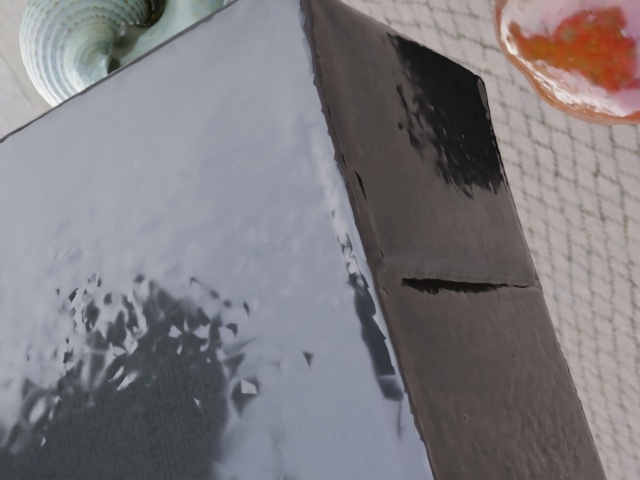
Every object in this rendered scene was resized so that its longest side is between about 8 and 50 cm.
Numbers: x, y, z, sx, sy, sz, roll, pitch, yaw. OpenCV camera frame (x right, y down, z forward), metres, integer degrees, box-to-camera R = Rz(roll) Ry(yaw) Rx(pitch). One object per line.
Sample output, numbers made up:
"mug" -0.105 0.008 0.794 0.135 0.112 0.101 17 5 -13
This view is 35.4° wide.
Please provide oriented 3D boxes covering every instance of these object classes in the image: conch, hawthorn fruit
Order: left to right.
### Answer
"conch" -0.246 -0.257 1.370 0.215 0.303 0.319 62 -176 -59
"hawthorn fruit" 0.223 -0.163 0.730 0.189 0.189 0.189 48 164 19

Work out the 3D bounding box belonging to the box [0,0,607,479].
"box" -0.066 0.074 0.504 0.204 0.345 0.251 8 -117 -59
